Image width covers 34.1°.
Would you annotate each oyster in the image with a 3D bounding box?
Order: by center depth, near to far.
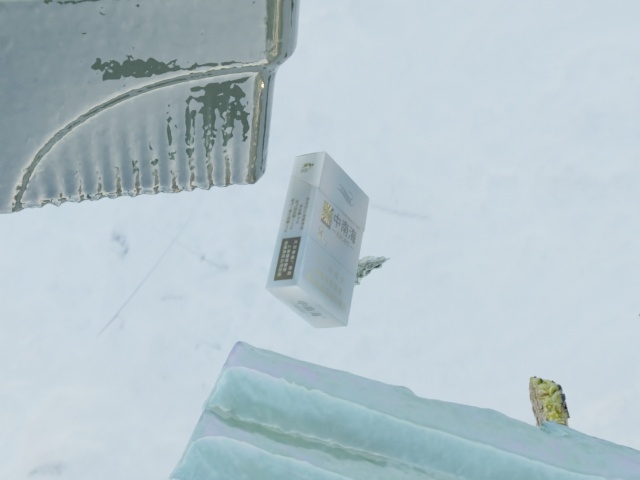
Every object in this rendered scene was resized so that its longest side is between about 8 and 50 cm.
[{"bbox_3d":[0.084,0.041,1.813,0.037,0.098,0.100,54,139,-1],"label":"oyster"}]

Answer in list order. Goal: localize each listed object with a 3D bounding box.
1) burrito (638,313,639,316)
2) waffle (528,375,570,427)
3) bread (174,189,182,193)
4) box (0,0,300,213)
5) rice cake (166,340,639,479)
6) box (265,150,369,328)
[{"bbox_3d":[0.570,0.116,1.159,0.445,0.139,0.101,7,99,-10],"label":"burrito"},{"bbox_3d":[0.400,0.342,1.782,0.051,0.231,0.228,-14,89,3],"label":"waffle"},{"bbox_3d":[-0.123,-0.096,0.949,0.077,0.083,0.070,44,127,-8],"label":"bread"},{"bbox_3d":[-0.143,-0.130,0.738,0.274,0.138,0.178,-6,122,-15],"label":"box"},{"bbox_3d":[0.050,0.109,0.464,0.226,0.085,0.040,16,141,-1],"label":"rice cake"},{"bbox_3d":[0.000,0.000,1.664,0.067,0.243,0.155,-6,150,31],"label":"box"}]
